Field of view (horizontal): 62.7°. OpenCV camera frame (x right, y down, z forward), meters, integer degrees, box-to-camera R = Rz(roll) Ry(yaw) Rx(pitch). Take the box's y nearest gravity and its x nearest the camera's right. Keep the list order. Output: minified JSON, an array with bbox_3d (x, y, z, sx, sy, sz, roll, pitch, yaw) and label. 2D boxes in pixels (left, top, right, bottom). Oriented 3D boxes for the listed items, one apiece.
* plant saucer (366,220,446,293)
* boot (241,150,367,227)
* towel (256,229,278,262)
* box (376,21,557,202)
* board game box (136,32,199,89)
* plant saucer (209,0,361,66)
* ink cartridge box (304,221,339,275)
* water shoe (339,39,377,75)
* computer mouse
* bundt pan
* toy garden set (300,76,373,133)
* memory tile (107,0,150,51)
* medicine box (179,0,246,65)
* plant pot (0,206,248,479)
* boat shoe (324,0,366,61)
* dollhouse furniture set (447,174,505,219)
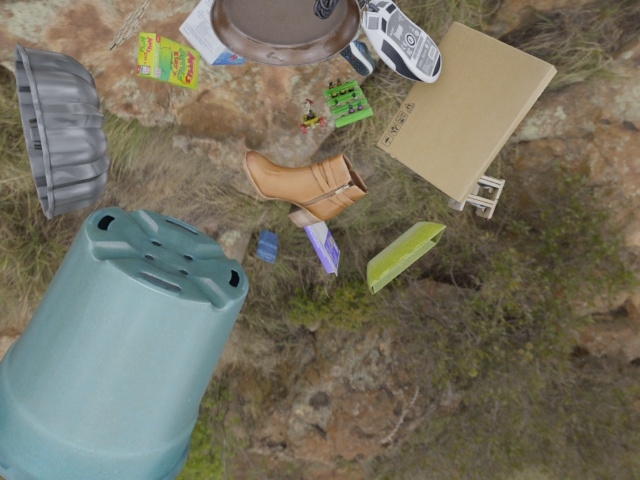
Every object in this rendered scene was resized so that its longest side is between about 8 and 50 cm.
[{"bbox_3d":[0.163,0.030,1.075,0.188,0.188,0.045,-38,78,0],"label":"plant saucer"},{"bbox_3d":[-0.026,-0.113,0.904,0.152,0.073,0.197,-25,133,29],"label":"boot"},{"bbox_3d":[-0.174,0.019,1.705,0.067,0.120,0.029,26,128,-19],"label":"towel"},{"bbox_3d":[0.187,-0.175,0.712,0.021,0.164,0.201,12,115,-53],"label":"box"},{"bbox_3d":[-0.349,-0.412,1.218,0.043,0.181,0.092,10,100,17],"label":"board game box"},{"bbox_3d":[-0.072,-0.467,1.088,0.310,0.310,0.050,2,74,-18],"label":"plant saucer"},{"bbox_3d":[0.000,0.000,1.752,0.045,0.208,0.207,-24,107,12],"label":"ink cartridge box"},{"bbox_3d":[0.115,-0.668,1.829,0.203,0.072,0.080,50,55,-19],"label":"water shoe"},{"bbox_3d":[0.079,-0.268,0.675,0.193,0.042,0.106,36,61,-24],"label":"computer mouse"},{"bbox_3d":[-0.505,-0.215,1.037,0.124,0.330,0.331,-13,115,-31],"label":"bundt pan"},{"bbox_3d":[0.026,-0.406,1.537,0.203,0.244,0.049,-19,129,3],"label":"toy garden set"},{"bbox_3d":[-0.507,-0.568,1.385,0.012,0.113,0.148,38,53,-39],"label":"memory tile"},{"bbox_3d":[-0.257,-0.712,1.667,0.289,0.263,0.149,-39,95,23],"label":"medicine box"},{"bbox_3d":[-0.293,0.152,0.808,0.340,0.341,0.334,23,109,-24],"label":"plant pot"},{"bbox_3d":[0.055,-0.589,1.445,0.119,0.121,0.335,34,61,4],"label":"boat shoe"},{"bbox_3d":[0.449,-0.159,1.644,0.129,0.183,0.129,12,102,-25],"label":"dollhouse furniture set"}]
